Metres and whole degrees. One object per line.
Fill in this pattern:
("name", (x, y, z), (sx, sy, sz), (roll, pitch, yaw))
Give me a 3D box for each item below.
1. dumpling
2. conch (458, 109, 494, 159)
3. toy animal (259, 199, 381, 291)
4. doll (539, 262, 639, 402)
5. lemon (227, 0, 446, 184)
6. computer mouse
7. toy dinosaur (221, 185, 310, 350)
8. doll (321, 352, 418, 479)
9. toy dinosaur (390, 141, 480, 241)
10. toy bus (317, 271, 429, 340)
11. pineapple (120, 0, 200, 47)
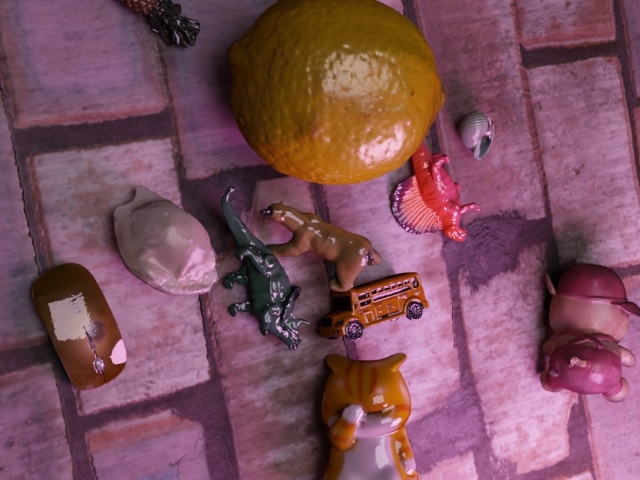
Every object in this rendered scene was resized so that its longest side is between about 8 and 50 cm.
("dumpling", (-0.248, 0.009, 1.795), (0.136, 0.118, 0.199), (-34, 84, -27))
("conch", (0.284, -0.196, 2.127), (0.076, 0.057, 0.085), (-4, 112, -49))
("toy animal", (0.000, 0.000, 1.919), (0.219, 0.101, 0.103), (27, 62, 0))
("doll", (0.514, 0.171, 2.197), (0.196, 0.152, 0.255), (16, 70, -19))
("lemon", (0.022, -0.240, 1.842), (0.336, 0.336, 0.336), (0, 89, -29))
("computer mouse", (-0.367, 0.133, 1.762), (0.102, 0.045, 0.199), (-26, 101, -25))
("toy dinosaur", (-0.112, 0.060, 1.890), (0.120, 0.079, 0.292), (-47, 113, -27))
("doll", (0.083, 0.333, 1.950), (0.167, 0.162, 0.269), (-3, 97, 1))
("toy dinosaur", (0.172, -0.107, 2.071), (0.139, 0.070, 0.286), (-33, 104, -3))
("toy bus", (0.086, 0.113, 1.995), (0.194, 0.083, 0.088), (-15, 94, -31))
("pineapple", (-0.255, -0.366, 1.820), (0.159, 0.074, 0.074), (43, 70, -31))
